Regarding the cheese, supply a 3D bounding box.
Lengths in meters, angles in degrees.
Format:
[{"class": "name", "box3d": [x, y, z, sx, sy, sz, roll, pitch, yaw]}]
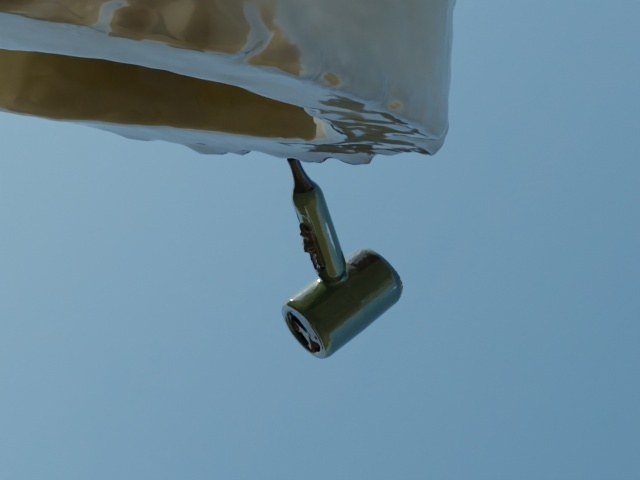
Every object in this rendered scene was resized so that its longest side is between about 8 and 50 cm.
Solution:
[{"class": "cheese", "box3d": [-0.100, -0.135, 0.760, 0.332, 0.292, 0.153, 4, -96, 37]}]

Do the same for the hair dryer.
[{"class": "hair dryer", "box3d": [0.000, 0.000, 1.078, 0.047, 0.071, 0.150, 27, -34, 45]}]
